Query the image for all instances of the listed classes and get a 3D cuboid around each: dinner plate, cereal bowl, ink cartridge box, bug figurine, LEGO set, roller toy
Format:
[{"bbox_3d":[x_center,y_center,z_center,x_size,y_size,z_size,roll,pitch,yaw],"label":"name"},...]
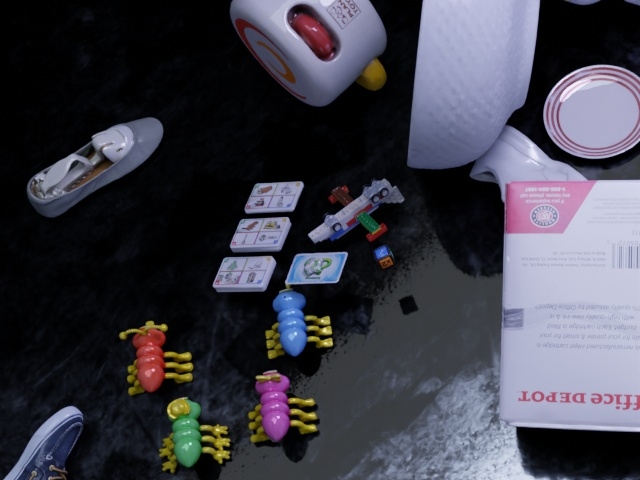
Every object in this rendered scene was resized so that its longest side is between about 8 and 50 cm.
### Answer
[{"bbox_3d":[0.361,-0.165,1.874,0.141,0.017,0.141,-6,63,12],"label":"dinner plate"},{"bbox_3d":[0.192,-0.252,1.798,0.141,0.339,0.339,7,66,3],"label":"cereal bowl"},{"bbox_3d":[0.317,0.077,1.668,0.207,0.117,0.283,1,82,16],"label":"ink cartridge box"},{"bbox_3d":[-0.119,0.170,1.814,0.279,0.072,0.216,-16,61,8],"label":"bug figurine"},{"bbox_3d":[0.000,0.000,1.868,0.244,0.060,0.182,-3,49,29],"label":"LEGO set"},{"bbox_3d":[-0.010,-0.290,1.942,0.146,0.191,0.209,-44,61,-9],"label":"roller toy"}]

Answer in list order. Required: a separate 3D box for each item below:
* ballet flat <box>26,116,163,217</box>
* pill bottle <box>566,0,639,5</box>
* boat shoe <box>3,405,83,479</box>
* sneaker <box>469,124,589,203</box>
[{"bbox_3d":[-0.314,-0.110,2.010,0.213,0.068,0.072,-36,60,-4],"label":"ballet flat"},{"bbox_3d":[0.306,-0.425,1.922,0.334,0.188,0.188,23,73,24],"label":"pill bottle"},{"bbox_3d":[-0.342,0.303,1.820,0.083,0.065,0.183,34,83,25],"label":"boat shoe"},{"bbox_3d":[0.278,-0.057,1.818,0.094,0.080,0.212,-49,53,-3],"label":"sneaker"}]
